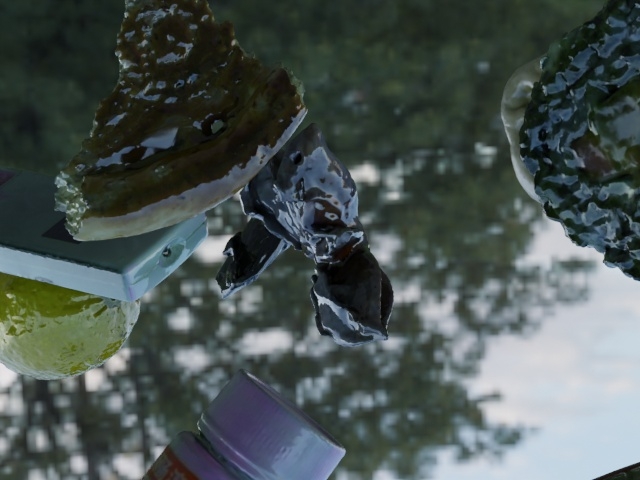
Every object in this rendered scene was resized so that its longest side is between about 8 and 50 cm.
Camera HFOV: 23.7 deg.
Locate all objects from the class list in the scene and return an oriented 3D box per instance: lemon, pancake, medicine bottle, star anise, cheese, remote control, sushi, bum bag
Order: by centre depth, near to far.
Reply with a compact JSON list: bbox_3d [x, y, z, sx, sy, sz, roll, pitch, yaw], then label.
[{"bbox_3d":[-0.149,-0.141,1.451,0.266,0.245,0.057,-18,179,-10],"label":"pancake"},{"bbox_3d":[-0.295,-0.015,1.627,0.344,0.050,0.145,11,-143,31],"label":"remote control"},{"bbox_3d":[-0.002,-0.004,1.636,0.110,0.258,0.198,-25,178,-9],"label":"star anise"},{"bbox_3d":[0.399,-0.146,1.775,0.352,0.294,0.178,-51,167,30],"label":"sushi"},{"bbox_3d":[-0.324,0.074,1.858,0.231,0.192,0.192,-17,174,40],"label":"lemon"},{"bbox_3d":[0.344,-0.161,2.057,0.117,0.235,0.218,0,-138,-39],"label":"cheese"},{"bbox_3d":[-0.066,-0.018,2.117,0.248,0.069,0.102,-49,-174,-17],"label":"bum bag"},{"bbox_3d":[-0.156,0.387,2.135,0.219,0.388,0.219,39,179,1],"label":"medicine bottle"}]

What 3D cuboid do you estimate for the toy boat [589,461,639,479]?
[{"bbox_3d":[0.388,0.339,1.951,0.392,0.079,0.136,-33,-175,44],"label":"toy boat"}]
